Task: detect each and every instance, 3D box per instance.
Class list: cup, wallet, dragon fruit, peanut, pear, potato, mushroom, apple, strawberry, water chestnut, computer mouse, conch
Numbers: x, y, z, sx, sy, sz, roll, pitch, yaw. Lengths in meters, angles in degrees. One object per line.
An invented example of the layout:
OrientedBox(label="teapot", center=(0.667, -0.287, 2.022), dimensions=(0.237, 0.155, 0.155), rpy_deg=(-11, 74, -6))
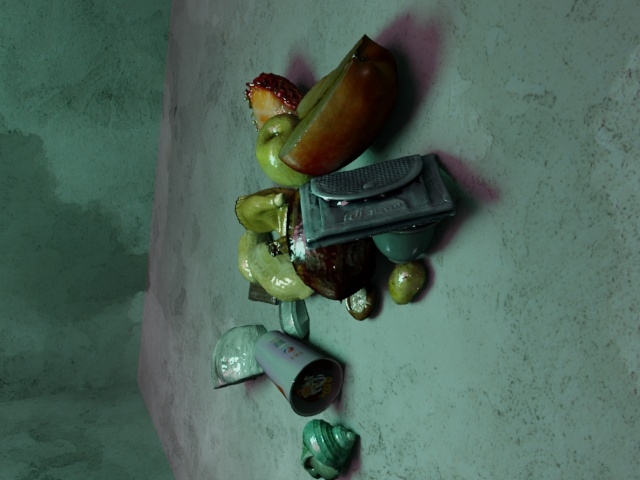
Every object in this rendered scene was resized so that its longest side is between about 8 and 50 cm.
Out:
OrientedBox(label="cup", center=(0.200, -0.024, 1.366), dimensions=(0.199, 0.199, 0.150), rpy_deg=(49, 152, 46))
OrientedBox(label="wallet", center=(-0.213, 0.178, 2.135), dimensions=(0.230, 0.042, 0.124), rpy_deg=(-2, 81, 60))
OrientedBox(label="dragon fruit", center=(-0.328, 0.450, 2.187), dimensions=(0.283, 0.203, 0.221), rpy_deg=(-34, 62, 53))
OrientedBox(label="peanut", center=(-0.130, 0.108, 1.886), dimensions=(0.340, 0.174, 0.158), rpy_deg=(45, 145, 47))
OrientedBox(label="cup", center=(-0.087, 0.406, 1.788), dimensions=(0.288, 0.203, 0.203), rpy_deg=(26, 113, 51))
OrientedBox(label="pear", center=(-0.085, -0.266, 1.701), dimensions=(0.188, 0.211, 0.229), rpy_deg=(-20, 48, 28))
OrientedBox(label="potato", center=(0.214, 0.108, 1.422), dimensions=(0.092, 0.070, 0.138), rpy_deg=(63, 141, 36))
OrientedBox(label="mushroom", center=(0.119, 0.169, 1.595), dimensions=(0.123, 0.052, 0.123), rpy_deg=(-11, 77, 53))
OrientedBox(label="apple", center=(0.039, -0.357, 1.473), dimensions=(0.365, 0.295, 0.329), rpy_deg=(-41, 63, 42))
OrientedBox(label="strawberry", center=(-0.116, -0.451, 1.857), dimensions=(0.280, 0.150, 0.253), rpy_deg=(-10, 114, 51))
OrientedBox(label="water chestnut", center=(0.000, 0.000, 1.510), dimensions=(0.350, 0.302, 0.351), rpy_deg=(-5, -90, -82))
OrientedBox(label="wallet", center=(0.119, -0.105, 1.293), dimensions=(0.237, 0.342, 0.075), rpy_deg=(-96, -9, -50))
OrientedBox(label="computer mouse", center=(-0.106, 0.251, 1.943), dimensions=(0.126, 0.071, 0.231), rpy_deg=(-38, 59, 52))
OrientedBox(label="peanut", center=(-0.248, 0.058, 2.095), dimensions=(0.129, 0.129, 0.224), rpy_deg=(-42, 38, 51))
OrientedBox(label="conch", center=(0.023, 0.633, 1.707), dimensions=(0.196, 0.134, 0.202), rpy_deg=(48, 141, -13))

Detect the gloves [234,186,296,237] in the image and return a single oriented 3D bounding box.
OrientedBox(label="gloves", center=(-0.144, -0.098, 1.886), dimensions=(0.356, 0.155, 0.203), rpy_deg=(11, 142, 44))

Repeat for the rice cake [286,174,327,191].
OrientedBox(label="rice cake", center=(-0.053, -0.220, 1.860), dimensions=(0.237, 0.043, 0.127), rpy_deg=(-3, 88, 57))
